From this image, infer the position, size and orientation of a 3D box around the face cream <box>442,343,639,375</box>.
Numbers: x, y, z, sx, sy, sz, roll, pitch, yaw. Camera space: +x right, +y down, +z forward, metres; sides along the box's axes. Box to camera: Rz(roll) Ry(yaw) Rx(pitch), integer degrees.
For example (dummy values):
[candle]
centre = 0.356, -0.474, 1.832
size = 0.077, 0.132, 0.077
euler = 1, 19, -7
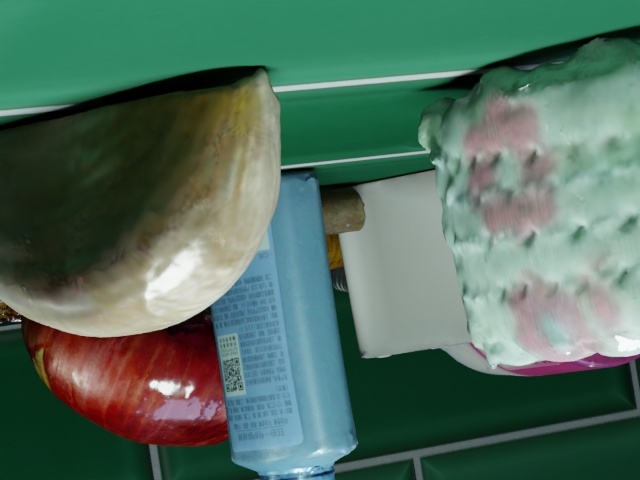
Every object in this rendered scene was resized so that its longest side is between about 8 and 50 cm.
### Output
[face cream]
centre = 0.200, 0.033, 1.708
size = 0.175, 0.175, 0.195
euler = -7, 177, -25

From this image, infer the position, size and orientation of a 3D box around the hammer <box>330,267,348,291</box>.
[hammer]
centre = 0.029, 0.026, 1.706
size = 0.159, 0.041, 0.226
euler = -4, -165, -29

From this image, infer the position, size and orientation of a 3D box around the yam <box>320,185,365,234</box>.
[yam]
centre = -0.117, -0.005, 1.372
size = 0.327, 0.045, 0.045
euler = -8, 146, -27

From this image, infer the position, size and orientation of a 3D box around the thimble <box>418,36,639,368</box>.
[thimble]
centre = 0.159, -0.020, 0.942
size = 0.211, 0.149, 0.185
euler = -9, 179, 14

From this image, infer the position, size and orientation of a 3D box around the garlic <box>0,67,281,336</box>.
[garlic]
centre = -0.093, -0.008, 0.859
size = 0.196, 0.101, 0.087
euler = -11, 177, 38

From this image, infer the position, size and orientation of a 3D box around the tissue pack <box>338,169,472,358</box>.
[tissue pack]
centre = 0.156, 0.006, 1.484
size = 0.246, 0.136, 0.159
euler = -11, 176, 25

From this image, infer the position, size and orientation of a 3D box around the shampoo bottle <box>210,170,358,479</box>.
[shampoo bottle]
centre = -0.027, 0.087, 1.298
size = 0.061, 0.258, 0.104
euler = -5, 175, -44

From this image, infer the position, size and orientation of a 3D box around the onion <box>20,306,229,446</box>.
[onion]
centre = -0.124, 0.084, 1.536
size = 0.248, 0.161, 0.248
euler = 0, -170, 0

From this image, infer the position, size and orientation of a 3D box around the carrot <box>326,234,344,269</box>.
[carrot]
centre = 0.000, 0.000, 1.587
size = 0.066, 0.066, 0.314
euler = -11, 177, 32

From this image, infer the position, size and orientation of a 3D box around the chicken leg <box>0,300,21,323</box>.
[chicken leg]
centre = -0.286, 0.048, 1.652
size = 0.234, 0.063, 0.105
euler = -8, 172, 0
